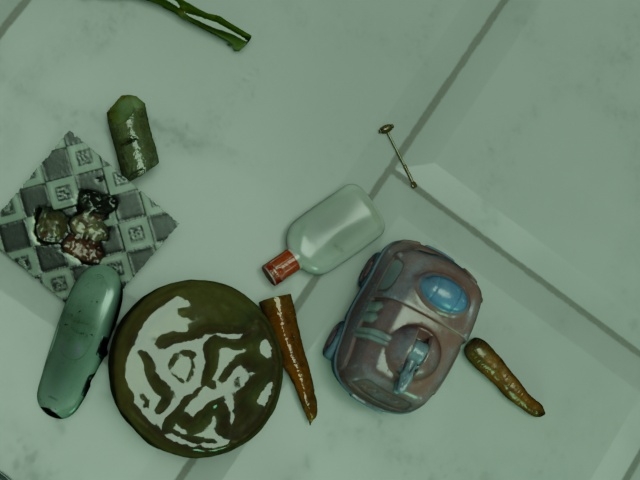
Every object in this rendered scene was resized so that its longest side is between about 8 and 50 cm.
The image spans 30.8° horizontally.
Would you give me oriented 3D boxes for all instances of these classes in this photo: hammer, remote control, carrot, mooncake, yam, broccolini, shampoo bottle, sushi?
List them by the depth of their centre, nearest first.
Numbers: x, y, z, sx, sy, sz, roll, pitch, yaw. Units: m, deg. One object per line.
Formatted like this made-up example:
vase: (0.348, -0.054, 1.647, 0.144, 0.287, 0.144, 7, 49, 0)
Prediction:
remote control: (-0.384, 0.161, 1.843, 0.097, 0.045, 0.256, 19, 91, 20)
mooncake: (-0.198, 0.202, 1.852, 0.284, 0.155, 0.285, 2, 83, -15)
sushi: (-0.386, -0.021, 1.887, 0.231, 0.047, 0.220, 41, 91, -5)
yam: (-0.311, -0.171, 1.914, 0.069, 0.069, 0.147, -14, 88, -14)
carrot: (-0.042, 0.199, 1.943, 0.057, 0.057, 0.224, -19, 91, -15)
broccolini: (-0.308, -0.399, 1.953, 0.392, 0.074, 0.079, 26, 37, -10)
shampoo bottle: (0.000, 0.000, 1.973, 0.220, 0.051, 0.108, -35, 94, -15)
carrot: (0.324, 0.243, 2.023, 0.191, 0.047, 0.047, 45, 76, -5)
hammer: (0.140, -0.148, 2.046, 0.029, 0.014, 0.123, -27, 92, -6)

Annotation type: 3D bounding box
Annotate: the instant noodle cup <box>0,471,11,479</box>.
instant noodle cup: (-0.557, 0.458, 1.721, 0.302, 0.181, 0.258, -26, 91, -14)

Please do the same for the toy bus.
toy bus: (0.150, 0.141, 1.898, 0.197, 0.232, 0.294, 31, 78, -8)
